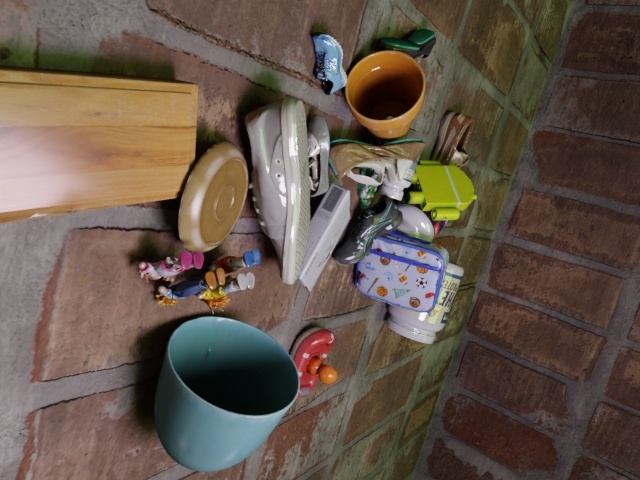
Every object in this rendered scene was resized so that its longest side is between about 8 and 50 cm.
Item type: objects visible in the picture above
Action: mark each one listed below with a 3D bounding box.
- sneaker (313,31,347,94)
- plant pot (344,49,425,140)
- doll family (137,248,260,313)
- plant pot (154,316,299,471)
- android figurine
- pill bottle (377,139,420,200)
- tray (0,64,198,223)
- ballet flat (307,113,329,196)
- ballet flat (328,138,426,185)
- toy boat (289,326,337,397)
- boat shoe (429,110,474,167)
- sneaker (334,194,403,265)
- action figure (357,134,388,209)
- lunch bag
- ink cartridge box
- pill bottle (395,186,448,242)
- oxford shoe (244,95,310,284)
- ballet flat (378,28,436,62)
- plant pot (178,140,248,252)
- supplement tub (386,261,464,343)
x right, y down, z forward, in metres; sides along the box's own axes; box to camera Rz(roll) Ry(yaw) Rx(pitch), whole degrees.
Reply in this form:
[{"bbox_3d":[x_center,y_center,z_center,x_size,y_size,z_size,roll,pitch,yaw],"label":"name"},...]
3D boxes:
[{"bbox_3d":[0.016,-0.415,1.131,0.073,0.063,0.162,-51,143,-19],"label":"sneaker"},{"bbox_3d":[0.182,-0.370,1.292,0.205,0.205,0.188,-63,162,-7],"label":"plant pot"},{"bbox_3d":[-0.246,0.092,0.969,0.262,0.163,0.119,2,74,-55],"label":"doll family"},{"bbox_3d":[-0.224,0.352,1.039,0.292,0.293,0.235,-4,126,-54],"label":"plant pot"},{"bbox_3d":[0.407,-0.178,1.621,0.272,0.249,0.056,-2,148,-18],"label":"android figurine"},{"bbox_3d":[0.249,-0.226,1.531,0.107,0.107,0.180,7,103,-56],"label":"pill bottle"},{"bbox_3d":[-0.373,-0.147,0.717,0.410,0.076,0.203,-17,122,-49],"label":"tray"},{"bbox_3d":[-0.015,-0.207,1.199,0.068,0.072,0.214,-30,132,-35],"label":"ballet flat"},{"bbox_3d":[0.166,-0.215,1.326,0.342,0.116,0.124,-7,81,-34],"label":"ballet flat"},{"bbox_3d":[-0.012,0.389,1.470,0.151,0.151,0.231,19,92,-57],"label":"toy boat"},{"bbox_3d":[0.502,-0.327,1.823,0.122,0.119,0.325,-16,121,-50],"label":"boat shoe"},{"bbox_3d":[0.135,-0.034,1.477,0.267,0.101,0.106,-42,128,-13],"label":"sneaker"},{"bbox_3d":[0.164,-0.206,1.469,0.137,0.063,0.233,-13,122,-55],"label":"action figure"},{"bbox_3d":[0.257,0.089,1.560,0.115,0.303,0.244,-38,139,-57],"label":"lunch bag"},{"bbox_3d":[0.000,0.000,1.353,0.275,0.060,0.239,-61,170,-11],"label":"ink cartridge box"},{"bbox_3d":[0.359,-0.091,1.697,0.323,0.181,0.182,-43,139,-34],"label":"pill bottle"},{"bbox_3d":[-0.095,-0.102,1.088,0.169,0.129,0.450,-75,165,-58],"label":"oxford shoe"},{"bbox_3d":[0.254,-0.542,1.376,0.280,0.095,0.096,-33,145,-42],"label":"ballet flat"},{"bbox_3d":[-0.204,-0.081,0.962,0.236,0.032,0.237,19,90,-77],"label":"plant pot"},{"bbox_3d":[0.410,0.220,1.899,0.235,0.235,0.325,12,98,-57],"label":"supplement tub"}]
